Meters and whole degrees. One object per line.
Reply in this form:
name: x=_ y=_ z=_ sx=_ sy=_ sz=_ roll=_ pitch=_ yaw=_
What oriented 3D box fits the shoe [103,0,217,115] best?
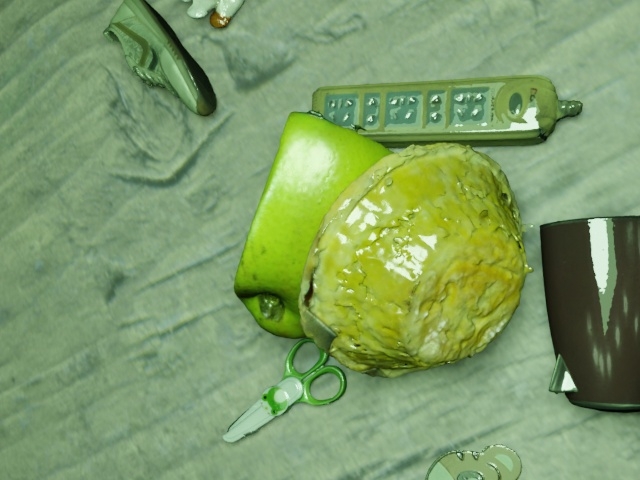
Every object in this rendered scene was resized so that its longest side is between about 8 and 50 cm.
shoe: x=-0.267 y=-0.297 z=1.148 sx=0.098 sy=0.103 sz=0.274 roll=-42 pitch=64 yaw=9

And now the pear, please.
pear: x=0.000 y=0.000 z=0.923 sx=0.176 sy=0.286 sz=0.281 roll=22 pitch=88 yaw=2

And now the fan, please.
fan: x=0.163 y=0.357 z=0.928 sx=0.227 sy=0.008 sz=0.152 roll=-9 pitch=78 yaw=16

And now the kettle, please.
kettle: x=0.370 y=0.091 z=0.853 sx=0.202 sy=0.144 sz=0.232 roll=-1 pitch=86 yaw=-12

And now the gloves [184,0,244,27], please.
gloves: x=-0.166 y=-0.466 z=1.142 sx=0.140 sy=0.131 sz=0.218 roll=3 pitch=112 yaw=16

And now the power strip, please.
power strip: x=0.169 y=-0.182 z=0.994 sx=0.388 sy=0.066 sz=0.092 roll=1 pitch=83 yaw=19

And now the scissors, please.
scissors: x=-0.062 y=0.232 z=1.018 sx=0.204 sy=0.027 sz=0.101 roll=-37 pitch=70 yaw=8

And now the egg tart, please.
egg tart: x=0.135 y=0.044 z=0.825 sx=0.341 sy=0.341 sz=0.132 roll=-54 pitch=41 yaw=3
